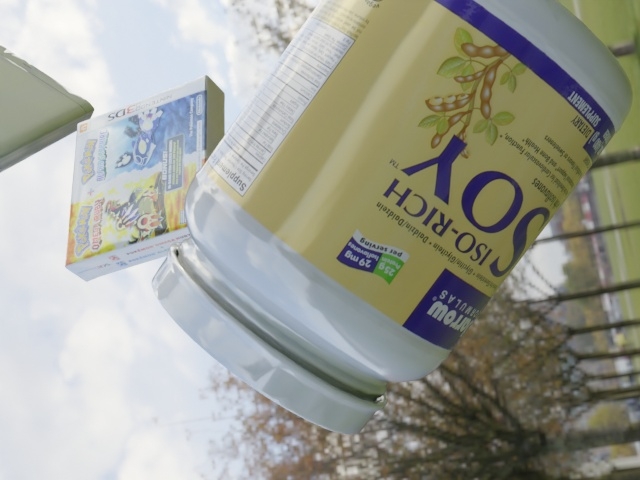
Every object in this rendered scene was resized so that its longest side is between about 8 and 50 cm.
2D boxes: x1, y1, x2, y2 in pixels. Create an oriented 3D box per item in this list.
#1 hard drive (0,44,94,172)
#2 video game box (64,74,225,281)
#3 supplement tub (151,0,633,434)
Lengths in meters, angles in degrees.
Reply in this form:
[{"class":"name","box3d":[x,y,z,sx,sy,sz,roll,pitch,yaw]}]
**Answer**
[{"class":"hard drive","box3d":[-0.474,-0.191,1.343,0.233,0.047,0.353,33,-158,-1]},{"class":"video game box","box3d":[-0.198,-0.072,1.143,0.048,0.187,0.205,42,-144,-50]},{"class":"supplement tub","box3d":[0.047,-0.044,0.772,0.241,0.331,0.241,35,-175,-4]}]
